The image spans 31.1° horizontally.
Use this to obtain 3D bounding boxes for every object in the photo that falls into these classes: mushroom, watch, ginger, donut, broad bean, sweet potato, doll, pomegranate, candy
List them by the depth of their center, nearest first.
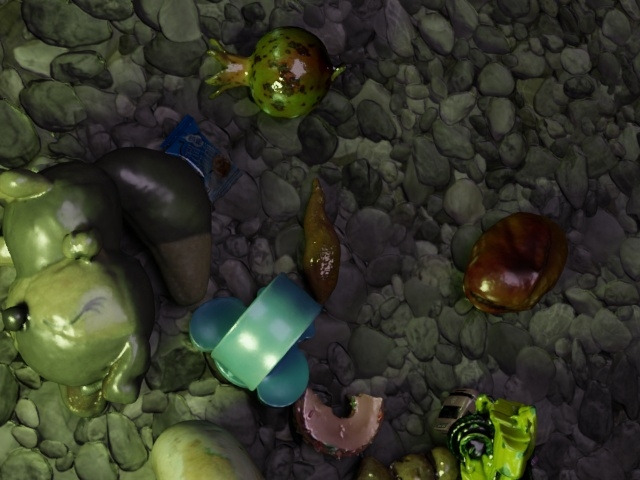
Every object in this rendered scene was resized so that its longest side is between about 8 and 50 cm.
[{"bbox_3d":[-0.285,0.049,1.647,0.378,0.252,0.382,-17,93,-29],"label":"doll"},{"bbox_3d":[-0.180,0.391,1.648,0.243,0.243,0.244,6,76,-26],"label":"mushroom"},{"bbox_3d":[-0.079,0.134,1.745,0.211,0.193,0.211,8,64,-16],"label":"watch"},{"bbox_3d":[0.026,0.297,1.848,0.166,0.065,0.117,9,72,-23],"label":"donut"},{"bbox_3d":[-0.192,-0.128,1.851,0.136,0.038,0.088,48,49,-18],"label":"candy"},{"bbox_3d":[-0.080,-0.282,1.880,0.220,0.156,0.156,12,73,-20],"label":"pomegranate"},{"bbox_3d":[0.147,0.389,1.881,0.204,0.080,0.104,-8,76,-27],"label":"ginger"},{"bbox_3d":[0.003,0.000,1.905,0.068,0.068,0.226,4,76,-26],"label":"sweet potato"},{"bbox_3d":[0.347,0.041,2.041,0.156,0.122,0.228,39,55,14],"label":"broad bean"}]

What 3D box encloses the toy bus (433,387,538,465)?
[{"bbox_3d":[0.279,0.337,1.957,0.178,0.087,0.098,48,68,-12],"label":"toy bus"}]

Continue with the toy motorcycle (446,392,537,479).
[{"bbox_3d":[0.318,0.414,1.856,0.206,0.142,0.342,-10,114,0],"label":"toy motorcycle"}]
